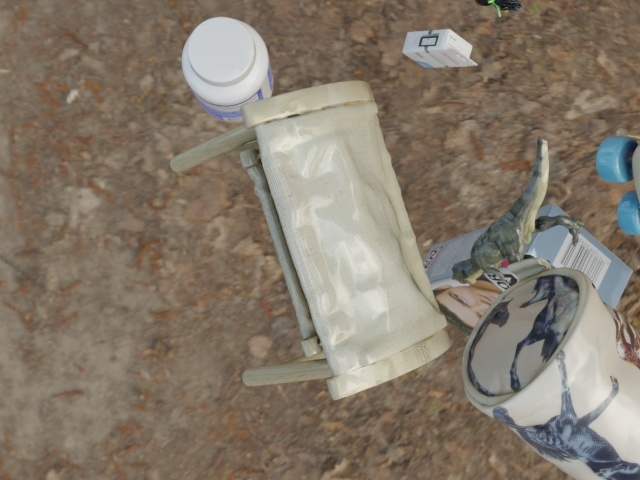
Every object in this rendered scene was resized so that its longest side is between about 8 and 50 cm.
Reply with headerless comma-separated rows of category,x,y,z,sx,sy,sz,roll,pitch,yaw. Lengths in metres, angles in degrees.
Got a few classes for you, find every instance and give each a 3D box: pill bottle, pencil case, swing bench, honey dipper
pill bottle,-0.165,-0.306,1.831,0.152,0.272,0.152,0,85,0
pencil case,0.330,0.188,1.016,0.410,0.183,0.160,37,133,-13
swing bench,0.000,0.000,0.970,0.255,0.165,0.253,-14,93,66
honey dipper,0.542,-0.165,1.680,0.030,0.161,0.030,-8,80,56

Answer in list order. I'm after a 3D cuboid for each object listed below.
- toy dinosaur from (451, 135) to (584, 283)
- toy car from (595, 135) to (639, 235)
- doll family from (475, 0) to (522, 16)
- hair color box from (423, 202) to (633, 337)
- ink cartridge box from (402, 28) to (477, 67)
toy dinosaur,0.265,-0.004,1.325,0.118,0.064,0.268,26,130,-3
toy car,0.591,-0.127,1.577,0.219,0.238,0.210,12,140,49
doll family,0.224,-0.327,1.223,0.111,0.193,0.076,-17,59,4
hair color box,0.331,0.069,1.780,0.185,0.113,0.374,38,157,-13
ink cartridge box,0.146,-0.228,1.226,0.083,0.048,0.028,8,79,46
